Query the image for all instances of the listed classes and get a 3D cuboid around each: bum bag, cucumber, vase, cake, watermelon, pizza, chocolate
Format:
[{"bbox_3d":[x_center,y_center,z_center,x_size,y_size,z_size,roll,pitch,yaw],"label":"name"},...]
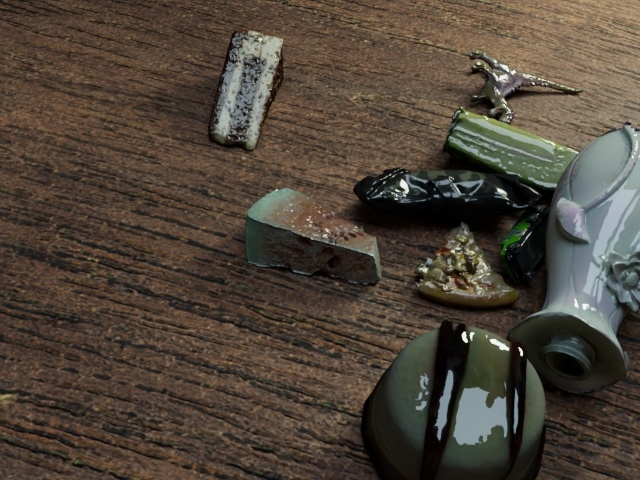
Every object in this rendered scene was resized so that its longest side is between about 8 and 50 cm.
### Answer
[{"bbox_3d":[0.229,-0.084,1.795,0.341,0.095,0.144,0,10,2],"label":"bum bag"},{"bbox_3d":[0.398,-0.153,1.893,0.326,0.105,0.145,20,5,10],"label":"cucumber"},{"bbox_3d":[0.458,0.030,1.613,0.250,0.250,0.445,21,55,13],"label":"vase"},{"bbox_3d":[-0.147,-0.307,1.949,0.112,0.135,0.246,13,45,4],"label":"cake"},{"bbox_3d":[0.000,0.000,1.709,0.241,0.094,0.154,22,37,12],"label":"watermelon"},{"bbox_3d":[0.252,0.035,1.719,0.185,0.052,0.195,7,44,-5],"label":"pizza"},{"bbox_3d":[0.203,0.234,1.418,0.284,0.186,0.283,4,44,-4],"label":"chocolate"}]

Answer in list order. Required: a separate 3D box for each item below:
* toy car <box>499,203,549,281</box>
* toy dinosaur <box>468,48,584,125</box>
[{"bbox_3d":[0.361,0.005,1.744,0.063,0.071,0.165,-11,27,45],"label":"toy car"},{"bbox_3d":[0.408,-0.331,2.108,0.251,0.072,0.200,-24,62,-43],"label":"toy dinosaur"}]
